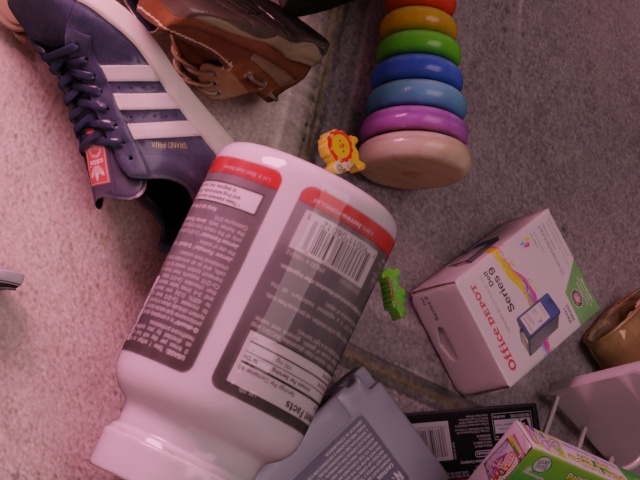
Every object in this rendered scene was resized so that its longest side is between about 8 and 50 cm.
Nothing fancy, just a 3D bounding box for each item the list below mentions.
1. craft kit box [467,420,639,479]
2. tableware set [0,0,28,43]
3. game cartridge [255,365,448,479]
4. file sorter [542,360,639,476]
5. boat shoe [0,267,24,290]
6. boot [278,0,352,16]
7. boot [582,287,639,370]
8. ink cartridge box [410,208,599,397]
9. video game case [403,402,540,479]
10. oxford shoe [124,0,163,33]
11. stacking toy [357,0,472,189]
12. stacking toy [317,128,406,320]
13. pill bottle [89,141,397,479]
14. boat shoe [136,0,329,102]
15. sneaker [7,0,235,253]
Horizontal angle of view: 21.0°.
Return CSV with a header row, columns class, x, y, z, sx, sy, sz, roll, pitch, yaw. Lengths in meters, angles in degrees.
class,x,y,z,sx,sy,sz,roll,pitch,yaw
craft kit box,0.245,0.348,1.972,0.250,0.246,0.061,27,21,-32
tableware set,-0.298,-0.282,1.894,0.141,0.020,0.169,23,62,-34
game cartridge,0.006,0.302,1.917,0.294,0.060,0.196,-40,95,-32
file sorter,0.420,0.309,2.162,0.278,0.193,0.173,46,47,-25
boat shoe,-0.365,0.041,1.728,0.142,0.049,0.040,8,91,-36
boot,0.042,-0.440,2.044,0.377,0.138,0.284,-26,79,-30
boot,0.510,0.172,2.354,0.236,0.089,0.269,-41,103,-28
ink cartridge box,0.233,0.078,2.170,0.212,0.093,0.154,-33,99,-38
video game case,0.177,0.328,2.087,0.275,0.035,0.248,0,76,-40
oxford shoe,-0.223,-0.391,1.906,0.348,0.123,0.130,59,38,-9
stacking toy,0.117,-0.237,2.135,0.141,0.141,0.330,15,68,-35
stacking toy,0.000,0.000,1.953,0.052,0.167,0.221,-16,88,-42
pill bottle,-0.084,0.100,1.778,0.210,0.210,0.363,31,80,-29
boat shoe,-0.101,-0.210,1.908,0.122,0.120,0.324,42,14,24
sneaker,-0.220,-0.126,1.830,0.350,0.131,0.148,46,60,-22
